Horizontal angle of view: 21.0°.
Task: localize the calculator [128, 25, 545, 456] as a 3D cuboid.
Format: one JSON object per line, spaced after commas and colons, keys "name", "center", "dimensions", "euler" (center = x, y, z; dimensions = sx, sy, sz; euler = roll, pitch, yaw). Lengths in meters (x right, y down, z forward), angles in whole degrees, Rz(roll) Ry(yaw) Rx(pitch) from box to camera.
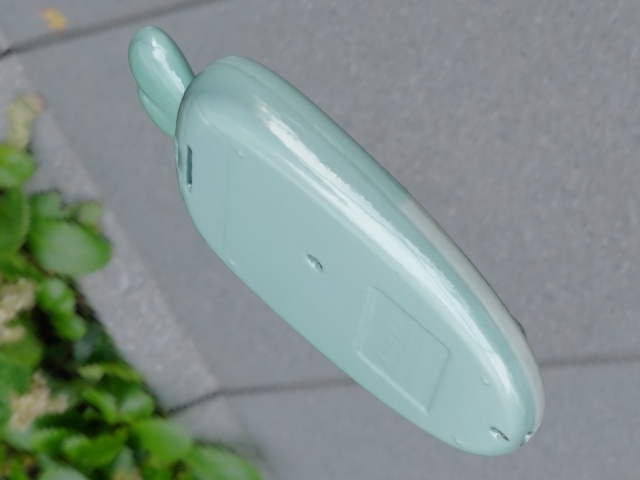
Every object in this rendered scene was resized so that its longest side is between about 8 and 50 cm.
{"name": "calculator", "center": [0.000, 0.000, 0.463], "dimensions": [0.153, 0.021, 0.095], "euler": [41, 157, 14]}
